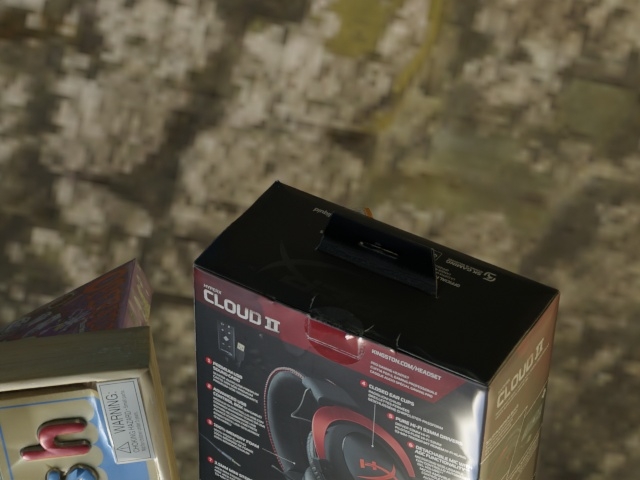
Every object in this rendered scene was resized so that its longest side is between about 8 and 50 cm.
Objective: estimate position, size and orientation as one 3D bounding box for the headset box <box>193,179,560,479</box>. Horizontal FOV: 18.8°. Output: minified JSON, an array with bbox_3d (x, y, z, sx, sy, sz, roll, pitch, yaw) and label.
[{"bbox_3d":[0.033,0.109,1.300,0.110,0.218,0.293,-47,-31,-41],"label":"headset box"}]

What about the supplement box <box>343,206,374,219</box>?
[{"bbox_3d":[0.000,0.000,1.911,0.036,0.098,0.062,-110,27,-48],"label":"supplement box"}]

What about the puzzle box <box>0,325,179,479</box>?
[{"bbox_3d":[-0.239,0.253,1.530,0.052,0.272,0.409,-96,-1,-55],"label":"puzzle box"}]

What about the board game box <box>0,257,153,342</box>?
[{"bbox_3d":[-0.259,0.119,1.788,0.347,0.208,0.056,-103,-10,-77],"label":"board game box"}]
